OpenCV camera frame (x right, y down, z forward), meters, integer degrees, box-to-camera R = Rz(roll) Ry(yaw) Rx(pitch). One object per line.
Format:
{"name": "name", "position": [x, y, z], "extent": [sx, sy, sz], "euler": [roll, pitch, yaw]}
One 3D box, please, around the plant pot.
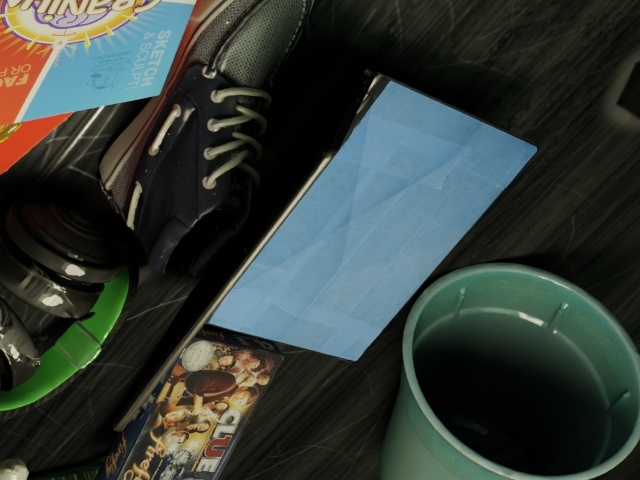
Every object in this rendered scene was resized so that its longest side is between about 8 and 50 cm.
{"name": "plant pot", "position": [0.242, 0.266, 1.779], "extent": [0.341, 0.341, 0.334], "euler": [-12, 146, -22]}

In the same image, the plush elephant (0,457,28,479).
{"name": "plush elephant", "position": [-0.417, 0.287, 1.287], "extent": [0.330, 0.272, 0.255], "euler": [16, 115, -15]}

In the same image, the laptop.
{"name": "laptop", "position": [0.024, 0.037, 1.345], "extent": [0.236, 0.408, 0.382], "euler": [35, 115, -6]}

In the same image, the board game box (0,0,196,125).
{"name": "board game box", "position": [-0.202, -0.224, 1.001], "extent": [0.242, 0.064, 0.316], "euler": [-17, 153, -35]}

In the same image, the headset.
{"name": "headset", "position": [-0.296, 0.078, 1.265], "extent": [0.243, 0.185, 0.394], "euler": [-48, 158, -7]}

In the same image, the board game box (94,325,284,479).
{"name": "board game box", "position": [-0.168, 0.228, 1.620], "extent": [0.165, 0.042, 0.243], "euler": [15, 108, -44]}

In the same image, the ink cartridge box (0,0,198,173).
{"name": "ink cartridge box", "position": [-0.289, -0.209, 1.063], "extent": [0.308, 0.091, 0.385], "euler": [-38, 141, 10]}

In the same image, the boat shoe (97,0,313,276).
{"name": "boat shoe", "position": [-0.088, -0.114, 1.233], "extent": [0.127, 0.158, 0.340], "euler": [4, 133, -43]}

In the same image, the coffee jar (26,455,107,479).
{"name": "coffee jar", "position": [-0.327, 0.348, 1.671], "extent": [0.184, 0.079, 0.096], "euler": [-14, 139, -22]}
